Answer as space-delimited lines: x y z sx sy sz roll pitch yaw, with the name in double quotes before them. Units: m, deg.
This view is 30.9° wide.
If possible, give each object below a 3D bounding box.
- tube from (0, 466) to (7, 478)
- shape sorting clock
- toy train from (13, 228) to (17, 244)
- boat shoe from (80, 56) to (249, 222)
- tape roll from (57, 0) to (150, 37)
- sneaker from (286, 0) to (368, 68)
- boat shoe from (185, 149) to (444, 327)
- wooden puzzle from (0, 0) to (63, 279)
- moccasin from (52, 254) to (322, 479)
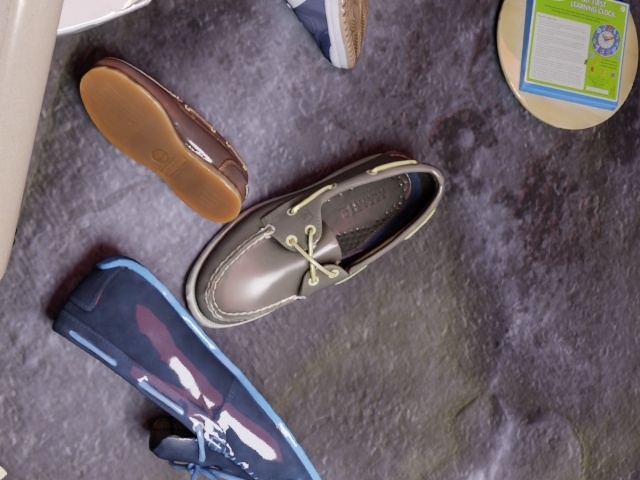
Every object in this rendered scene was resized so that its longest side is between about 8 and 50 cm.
"tube" -0.388 0.161 1.037 0.070 0.062 0.240 -26 115 17
"shape sorting clock" 0.298 -0.236 1.396 0.206 0.040 0.206 -1 92 -25
"toy train" -0.333 0.047 1.077 0.036 0.027 0.158 43 72 -35
"boat shoe" -0.151 -0.106 1.149 0.207 0.073 0.073 47 34 -26
"tape roll" -0.273 -0.367 1.003 0.391 0.072 0.392 -2 97 -13
"sneaker" -0.045 -0.294 1.178 0.282 0.153 0.099 73 25 -47
"boat shoe" -0.002 -0.004 1.216 0.305 0.091 0.109 -32 107 -24
"wooden puzzle" -0.393 -0.107 0.920 0.347 0.080 0.322 7 113 -26
"moccasin" -0.129 0.170 1.153 0.117 0.137 0.342 -43 97 -15
